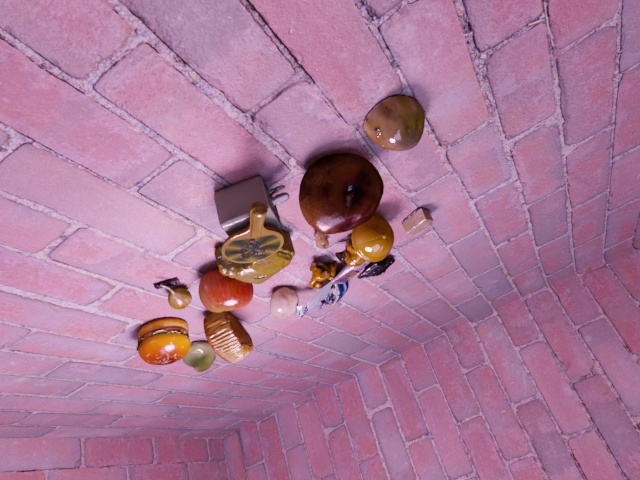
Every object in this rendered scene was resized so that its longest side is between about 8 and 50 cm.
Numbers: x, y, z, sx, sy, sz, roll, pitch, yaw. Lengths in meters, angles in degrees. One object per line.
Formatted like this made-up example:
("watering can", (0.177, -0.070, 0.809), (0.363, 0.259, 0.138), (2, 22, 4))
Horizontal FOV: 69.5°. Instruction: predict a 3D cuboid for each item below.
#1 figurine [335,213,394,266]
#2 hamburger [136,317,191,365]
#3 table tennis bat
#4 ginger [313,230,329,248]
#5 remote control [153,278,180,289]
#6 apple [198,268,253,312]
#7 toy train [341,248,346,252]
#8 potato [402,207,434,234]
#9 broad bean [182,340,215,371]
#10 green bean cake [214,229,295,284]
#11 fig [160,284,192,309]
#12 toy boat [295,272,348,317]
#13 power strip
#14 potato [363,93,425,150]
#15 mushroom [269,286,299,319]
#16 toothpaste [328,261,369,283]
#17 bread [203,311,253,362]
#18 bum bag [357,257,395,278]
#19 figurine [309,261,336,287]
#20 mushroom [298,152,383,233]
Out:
("figurine", (0.187, 0.015, 1.835), (0.192, 0.167, 0.257), (-16, 154, -34))
("hamburger", (-0.688, 0.462, 2.040), (0.245, 0.170, 0.246), (-15, 146, -10))
("table tennis bat", (-0.204, -0.015, 1.417), (0.198, 0.050, 0.321), (-7, 152, -18))
("ginger", (0.005, -0.003, 1.823), (0.057, 0.044, 0.137), (-4, 148, 8))
("remote control", (-0.591, 0.166, 1.778), (0.096, 0.014, 0.039), (-15, 152, -6))
("apple", (-0.370, 0.192, 1.796), (0.209, 0.164, 0.209), (-11, 171, -2))
("toy train", (0.114, 0.045, 1.980), (0.017, 0.017, 0.083), (20, 131, -44))
("potato", (0.402, -0.077, 1.912), (0.086, 0.061, 0.122), (10, 139, -43))
("broad bean", (-0.611, 0.590, 2.358), (0.169, 0.100, 0.228), (-28, 147, 1))
("green bean cake", (-0.237, 0.051, 1.690), (0.236, 0.124, 0.233), (-35, 146, 24))
("fig", (-0.568, 0.224, 1.788), (0.093, 0.093, 0.166), (-26, 165, 11))
("toy boat", (0.018, 0.271, 2.160), (0.291, 0.070, 0.210), (-44, 143, -5))
("power strip", (-0.200, -0.105, 1.450), (0.224, 0.139, 0.140), (-21, 148, 2))
("potato", (0.239, -0.326, 1.378), (0.202, 0.117, 0.182), (18, 130, -44))
("mushroom", (-0.173, 0.283, 2.096), (0.154, 0.122, 0.154), (-24, 123, -42))
("toothpaste", (0.162, 0.102, 2.014), (0.114, 0.073, 0.299), (4, 137, -52))
("bread", (-0.420, 0.433, 2.088), (0.142, 0.227, 0.253), (-29, 149, 2))
("bum bag", (0.255, 0.125, 2.092), (0.123, 0.060, 0.248), (-39, 161, 27))
("figurine", (0.010, 0.152, 2.000), (0.176, 0.121, 0.122), (-9, 130, -61))
("mushroom", (0.046, -0.149, 1.486), (0.267, 0.268, 0.254), (12, 170, -42))
